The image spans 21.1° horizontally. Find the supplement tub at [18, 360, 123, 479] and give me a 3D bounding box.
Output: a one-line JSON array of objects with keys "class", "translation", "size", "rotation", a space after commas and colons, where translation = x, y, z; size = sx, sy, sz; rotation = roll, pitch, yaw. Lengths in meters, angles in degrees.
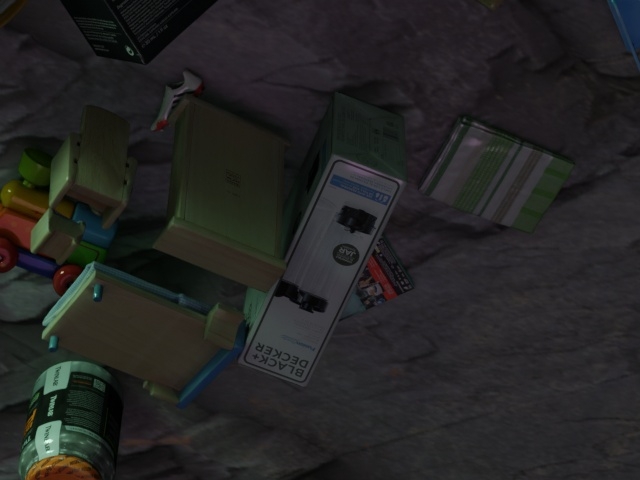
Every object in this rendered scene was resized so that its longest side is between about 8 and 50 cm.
[{"class": "supplement tub", "translation": [-0.302, 0.244, 2.079], "size": [0.117, 0.190, 0.117], "rotation": [-1, 123, -1]}]

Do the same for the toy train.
[{"class": "toy train", "translation": [-0.346, -0.044, 1.949], "size": [0.248, 0.105, 0.143], "rotation": [22, 110, -15]}]

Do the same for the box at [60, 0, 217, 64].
[{"class": "box", "translation": [-0.151, -0.326, 1.679], "size": [0.261, 0.103, 0.184], "rotation": [-44, 125, -22]}]

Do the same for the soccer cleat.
[{"class": "soccer cleat", "translation": [-0.165, -0.156, 1.918], "size": [0.035, 0.029, 0.083], "rotation": [43, 110, -15]}]

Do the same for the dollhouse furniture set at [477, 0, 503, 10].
[{"class": "dollhouse furniture set", "translation": [0.154, -0.371, 1.662], "size": [0.262, 0.135, 0.259], "rotation": [29, 100, -48]}]

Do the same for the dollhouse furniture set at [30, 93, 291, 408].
[{"class": "dollhouse furniture set", "translation": [-0.211, 0.004, 1.916], "size": [0.286, 0.198, 0.303], "rotation": [23, 132, -22]}]

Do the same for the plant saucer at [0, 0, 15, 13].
[{"class": "plant saucer", "translation": [-0.395, -0.367, 1.616], "size": [0.401, 0.100, 0.400], "rotation": [-11, 112, -30]}]

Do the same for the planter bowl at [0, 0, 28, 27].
[{"class": "planter bowl", "translation": [-0.395, -0.313, 1.749], "size": [0.217, 0.090, 0.217], "rotation": [-11, 111, -30]}]

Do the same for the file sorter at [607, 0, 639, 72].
[{"class": "file sorter", "translation": [0.392, -0.261, 1.814], "size": [0.170, 0.104, 0.118], "rotation": [-21, 121, 13]}]

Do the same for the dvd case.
[{"class": "dvd case", "translation": [0.041, 0.048, 2.064], "size": [0.119, 0.013, 0.087], "rotation": [-26, 120, 14]}]

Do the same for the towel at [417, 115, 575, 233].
[{"class": "towel", "translation": [0.203, -0.075, 1.985], "size": [0.152, 0.023, 0.113], "rotation": [20, 123, -16]}]

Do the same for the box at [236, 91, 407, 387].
[{"class": "box", "translation": [0.000, 0.000, 1.930], "size": [0.087, 0.169, 0.290], "rotation": [20, 119, -10]}]
